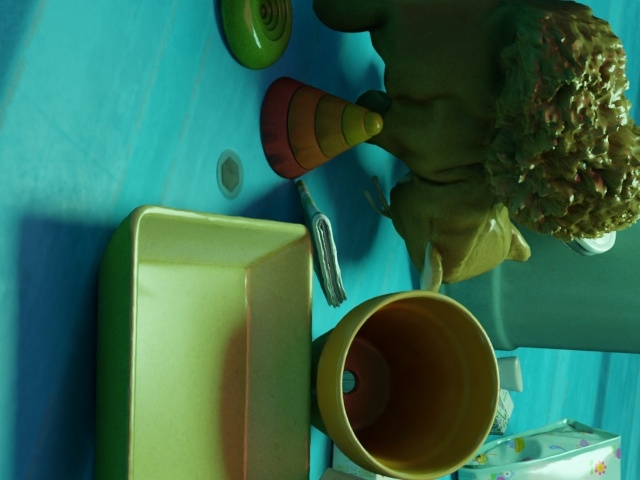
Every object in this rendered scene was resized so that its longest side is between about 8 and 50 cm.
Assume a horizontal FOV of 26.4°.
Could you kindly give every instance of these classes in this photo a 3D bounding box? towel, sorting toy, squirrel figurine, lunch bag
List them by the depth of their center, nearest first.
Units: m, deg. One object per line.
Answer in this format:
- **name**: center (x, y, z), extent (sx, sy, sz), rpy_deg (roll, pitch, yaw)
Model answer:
- **sorting toy**: center (-0.020, -0.233, 1.501), extent (0.127, 0.126, 0.365), rpy_deg (-56, 137, -47)
- **towel**: center (0.000, 0.000, 1.554), extent (0.152, 0.023, 0.113), rpy_deg (-114, -167, -69)
- **squirrel figurine**: center (0.204, -0.110, 1.634), extent (0.281, 0.397, 0.370), rpy_deg (-16, 115, -42)
- **lunch bag**: center (0.322, 0.411, 2.074), extent (0.262, 0.160, 0.223), rpy_deg (-12, 102, -27)

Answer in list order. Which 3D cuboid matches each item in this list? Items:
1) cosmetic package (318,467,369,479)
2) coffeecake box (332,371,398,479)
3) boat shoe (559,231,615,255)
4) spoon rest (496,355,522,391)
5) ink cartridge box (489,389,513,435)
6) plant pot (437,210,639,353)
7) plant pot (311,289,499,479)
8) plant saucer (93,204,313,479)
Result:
- **cosmetic package**: center (0.030, 0.412, 1.478), extent (0.153, 0.129, 0.296), rpy_deg (-54, 154, -47)
- **coffeecake box**: center (0.078, 0.231, 1.725), extent (0.142, 0.068, 0.185), rpy_deg (19, 72, -60)
- **boat shoe**: center (0.274, -0.100, 1.827), extent (0.116, 0.099, 0.319), rpy_deg (-20, 69, -42)
- **spoon rest**: center (0.178, 0.232, 1.922), extent (0.276, 0.084, 0.137), rpy_deg (-21, 107, -46)
- **ink cartridge box**: center (0.265, 0.242, 2.111), extent (0.063, 0.029, 0.115), rpy_deg (-63, 142, -40)
- **plant pot**: center (0.374, 0.020, 1.954), extent (0.341, 0.334, 0.341), rpy_deg (8, 90, -66)
- **plant pot**: center (0.066, 0.163, 1.544), extent (0.205, 0.188, 0.205), rpy_deg (3, 84, -27)
- **plant saucer**: center (-0.121, 0.141, 1.351), extent (0.333, 0.081, 0.333), rpy_deg (7, 84, -61)
